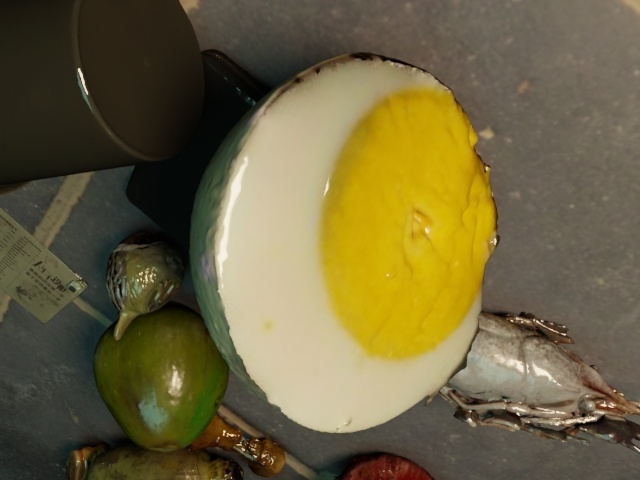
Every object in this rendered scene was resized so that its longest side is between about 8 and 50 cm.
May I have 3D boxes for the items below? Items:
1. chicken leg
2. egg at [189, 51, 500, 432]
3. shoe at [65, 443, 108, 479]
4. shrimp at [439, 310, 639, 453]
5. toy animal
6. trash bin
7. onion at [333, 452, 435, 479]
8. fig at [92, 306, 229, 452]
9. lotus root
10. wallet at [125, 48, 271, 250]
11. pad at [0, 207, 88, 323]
[{"bbox_3d":[-0.170,0.294,1.028,0.252,0.087,0.107,28,152,-8],"label":"chicken leg"},{"bbox_3d":[0.000,0.000,0.615,0.201,0.337,0.337,11,134,50],"label":"egg"},{"bbox_3d":[-0.426,0.418,1.223,0.072,0.069,0.109,35,129,45],"label":"shoe"},{"bbox_3d":[0.231,0.164,0.741,0.343,0.116,0.145,21,131,15],"label":"shrimp"},{"bbox_3d":[-0.238,0.052,0.849,0.098,0.098,0.137,41,92,-11],"label":"toy animal"},{"bbox_3d":[-0.298,-0.153,0.653,0.334,0.214,0.214,-3,124,23],"label":"trash bin"},{"bbox_3d":[0.087,0.400,0.947,0.184,0.147,0.183,2,98,12],"label":"onion"},{"bbox_3d":[-0.215,0.189,0.906,0.181,0.191,0.181,-8,149,-5],"label":"fig"},{"bbox_3d":[-0.269,0.411,1.108,0.309,0.173,0.173,-19,116,29],"label":"lotus root"},{"bbox_3d":[-0.122,-0.091,0.741,0.149,0.044,0.250,38,129,-2],"label":"wallet"},{"bbox_3d":[-0.479,0.012,0.982,0.265,0.009,0.160,45,129,-13],"label":"pad"}]
